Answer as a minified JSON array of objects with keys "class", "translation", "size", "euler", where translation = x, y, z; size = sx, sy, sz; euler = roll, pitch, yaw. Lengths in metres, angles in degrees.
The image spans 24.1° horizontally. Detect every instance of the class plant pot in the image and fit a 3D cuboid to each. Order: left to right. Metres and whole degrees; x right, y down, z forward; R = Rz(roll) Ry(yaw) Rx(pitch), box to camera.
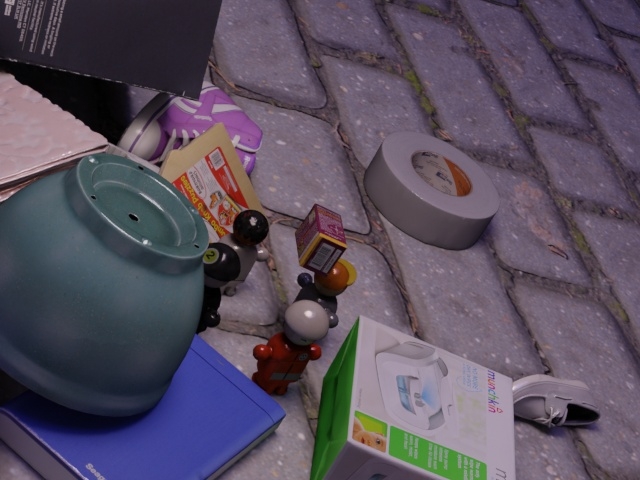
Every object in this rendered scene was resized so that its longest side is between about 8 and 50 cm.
[{"class":"plant pot","translation":[-0.248,0.027,1.708],"size":[0.293,0.196,0.293],"euler":[30,25,-16]}]

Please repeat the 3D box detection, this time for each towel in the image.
[{"class":"towel","translation":[-0.482,-0.126,1.870],"size":[0.317,0.053,0.332],"euler":[-23,42,-37]}]

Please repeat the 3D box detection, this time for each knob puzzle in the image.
[{"class":"knob puzzle","translation":[-0.171,-0.040,2.060],"size":[0.213,0.213,0.030],"euler":[-7,6,-45]}]

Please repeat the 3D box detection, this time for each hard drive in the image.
[{"class":"hard drive","translation":[-0.204,0.209,1.762],"size":[0.210,0.040,0.318],"euler":[39,33,13]}]

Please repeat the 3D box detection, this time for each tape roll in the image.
[{"class":"tape roll","translation":[0.182,-0.084,2.458],"size":[0.219,0.072,0.219],"euler":[21,34,-15]}]

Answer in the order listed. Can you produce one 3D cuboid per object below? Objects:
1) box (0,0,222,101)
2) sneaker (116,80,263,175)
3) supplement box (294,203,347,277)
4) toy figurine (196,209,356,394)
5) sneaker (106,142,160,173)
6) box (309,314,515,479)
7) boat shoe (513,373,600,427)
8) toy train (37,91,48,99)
[{"class":"box","translation":[-0.348,-0.336,2.141],"size":[0.312,0.179,0.343],"euler":[11,9,-27]},{"class":"sneaker","translation":[-0.177,-0.148,2.229],"size":[0.161,0.102,0.282],"euler":[40,33,9]},{"class":"supplement box","translation":[0.000,0.000,1.950],"size":[0.043,0.055,0.083],"euler":[24,28,-20]},{"class":"toy figurine","translation":[-0.074,0.070,1.960],"size":[0.213,0.148,0.209],"euler":[32,32,3]},{"class":"sneaker","translation":[-0.281,-0.089,2.049],"size":[0.235,0.090,0.095],"euler":[30,11,-46]},{"class":"box","translation":[0.118,0.253,1.888],"size":[0.231,0.127,0.262],"euler":[23,31,-8]},{"class":"boat shoe","translation":[0.329,0.238,2.147],"size":[0.184,0.066,0.063],"euler":[13,34,-42]},{"class":"toy train","translation":[-0.400,-0.136,2.049],"size":[0.105,0.080,0.184],"euler":[7,38,-42]}]
